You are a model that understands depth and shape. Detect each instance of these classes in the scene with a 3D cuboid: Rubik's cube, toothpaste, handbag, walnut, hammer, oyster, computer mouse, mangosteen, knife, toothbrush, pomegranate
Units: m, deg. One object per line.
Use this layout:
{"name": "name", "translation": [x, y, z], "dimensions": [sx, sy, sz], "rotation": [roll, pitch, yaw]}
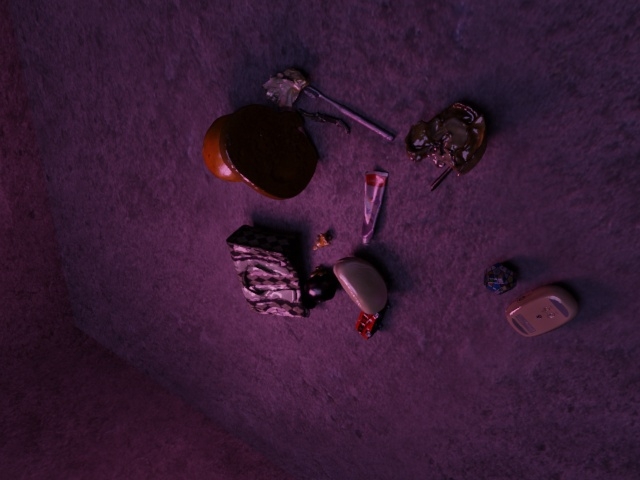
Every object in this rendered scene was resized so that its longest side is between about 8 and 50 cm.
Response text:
{"name": "Rubik's cube", "translation": [0.587, 0.125, 1.737], "dimensions": [0.111, 0.111, 0.093], "rotation": [-42, 66, 45]}
{"name": "toothpaste", "translation": [0.183, -0.113, 1.905], "dimensions": [0.075, 0.048, 0.300], "rotation": [24, 128, 27]}
{"name": "handbag", "translation": [-0.197, 0.148, 2.272], "dimensions": [0.317, 0.180, 0.416], "rotation": [10, 131, 27]}
{"name": "walnut", "translation": [0.387, -0.296, 1.564], "dimensions": [0.238, 0.141, 0.204], "rotation": [25, 94, 31]}
{"name": "hammer", "translation": [0.400, -0.220, 1.694], "dimensions": [0.065, 0.021, 0.178], "rotation": [42, 137, 5]}
{"name": "oyster", "translation": [-0.123, -0.534, 1.833], "dimensions": [0.133, 0.072, 0.209], "rotation": [44, 155, -5]}
{"name": "computer mouse", "translation": [0.716, 0.226, 1.719], "dimensions": [0.145, 0.082, 0.236], "rotation": [45, 136, 1]}
{"name": "mangosteen", "translation": [-0.004, 0.180, 2.191], "dimensions": [0.137, 0.137, 0.151], "rotation": [-16, 75, 41]}
{"name": "knife", "translation": [0.006, -0.423, 1.840], "dimensions": [0.222, 0.021, 0.045], "rotation": [26, 134, 19]}
{"name": "toothbrush", "translation": [0.092, -0.423, 1.771], "dimensions": [0.354, 0.029, 0.024], "rotation": [33, 146, 12]}
{"name": "pomegranate", "translation": [-0.301, -0.343, 1.953], "dimensions": [0.264, 0.264, 0.264], "rotation": [19, 128, 25]}

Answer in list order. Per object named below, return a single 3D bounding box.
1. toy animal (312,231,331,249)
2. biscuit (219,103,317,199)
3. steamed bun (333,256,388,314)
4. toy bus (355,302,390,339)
{"name": "toy animal", "translation": [0.000, 0.000, 2.104], "dimensions": [0.083, 0.060, 0.081], "rotation": [-14, 150, 40]}
{"name": "biscuit", "translation": [-0.170, -0.322, 1.853], "dimensions": [0.367, 0.314, 0.063], "rotation": [36, 164, -29]}
{"name": "steamed bun", "translation": [0.164, 0.154, 2.025], "dimensions": [0.238, 0.153, 0.170], "rotation": [57, 173, -8]}
{"name": "toy bus", "translation": [0.210, 0.308, 2.146], "dimensions": [0.089, 0.081, 0.195], "rotation": [37, 135, 23]}
